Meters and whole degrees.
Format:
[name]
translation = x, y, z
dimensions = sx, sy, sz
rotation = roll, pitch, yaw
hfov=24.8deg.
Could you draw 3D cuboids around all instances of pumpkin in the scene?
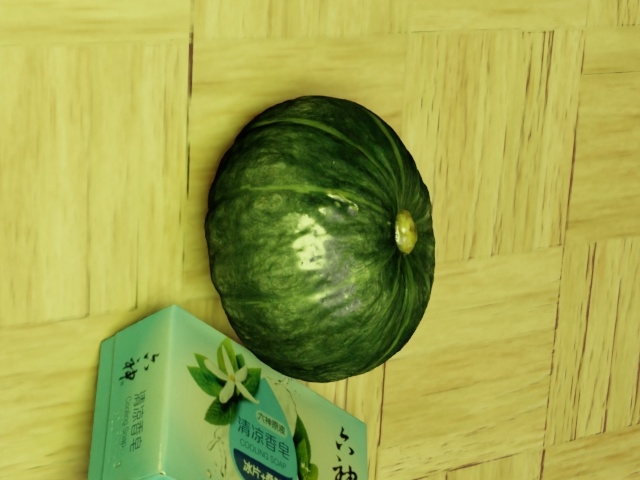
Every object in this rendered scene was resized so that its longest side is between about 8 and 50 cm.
[pumpkin]
translation = 0.000, 0.000, 1.078
dimensions = 0.211, 0.152, 0.211
rotation = 1, 90, -68

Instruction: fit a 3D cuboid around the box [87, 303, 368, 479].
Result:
[box]
translation = -0.062, 0.166, 1.086
dimensions = 0.232, 0.083, 0.142
rotation = 35, 39, -36
